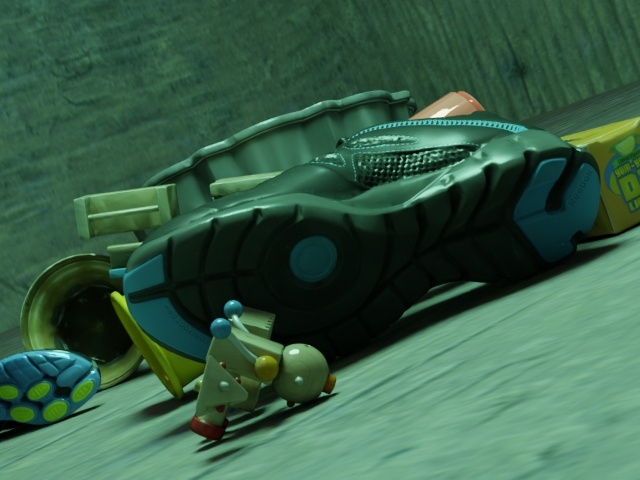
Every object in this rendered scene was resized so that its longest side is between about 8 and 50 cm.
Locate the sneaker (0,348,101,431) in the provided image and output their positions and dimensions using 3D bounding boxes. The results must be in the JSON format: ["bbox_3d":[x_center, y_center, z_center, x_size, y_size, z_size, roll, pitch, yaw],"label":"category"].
[{"bbox_3d":[-0.260,0.128,1.509,0.188,0.067,0.078,-22,8,36],"label":"sneaker"}]

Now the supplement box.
[{"bbox_3d":[0.174,-0.036,1.369,0.078,0.080,0.233,-24,3,-28],"label":"supplement box"}]

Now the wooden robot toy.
[{"bbox_3d":[-0.031,0.085,1.049,0.079,0.076,0.173,14,5,1],"label":"wooden robot toy"}]

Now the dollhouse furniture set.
[{"bbox_3d":[-0.115,0.011,1.582,0.183,0.129,0.129,-7,4,2],"label":"dollhouse furniture set"}]

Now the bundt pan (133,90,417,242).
[{"bbox_3d":[-0.031,-0.030,1.790,0.331,0.124,0.331,-22,-10,-4],"label":"bundt pan"}]

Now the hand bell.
[{"bbox_3d":[-0.200,0.091,1.700,0.126,0.126,0.242,-21,-10,3],"label":"hand bell"}]

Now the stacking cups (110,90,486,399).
[{"bbox_3d":[0.000,0.000,1.318,0.316,0.096,0.096,-31,6,-12],"label":"stacking cups"}]

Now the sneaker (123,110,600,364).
[{"bbox_3d":[0.020,-0.006,1.216,0.341,0.125,0.139,-14,28,-18],"label":"sneaker"}]
